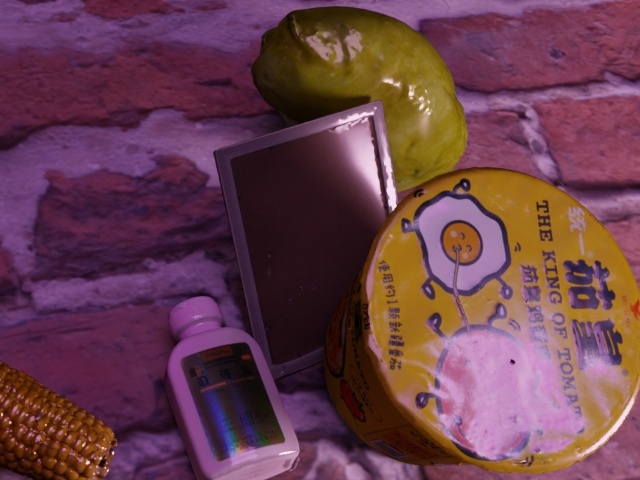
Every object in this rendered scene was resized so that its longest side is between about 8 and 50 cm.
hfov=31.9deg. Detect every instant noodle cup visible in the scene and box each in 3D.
[{"bbox_3d":[0.155,0.110,1.245,0.325,0.254,0.326,6,71,-17],"label":"instant noodle cup"}]

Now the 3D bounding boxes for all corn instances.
[{"bbox_3d":[-0.367,0.171,1.190,0.317,0.115,0.115,29,55,3],"label":"corn"}]

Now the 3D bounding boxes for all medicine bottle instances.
[{"bbox_3d":[-0.113,0.170,1.274,0.115,0.078,0.219,-13,62,-21],"label":"medicine bottle"}]

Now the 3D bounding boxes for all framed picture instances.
[{"bbox_3d":[0.000,0.000,1.338,0.231,0.293,0.018,-19,20,-26],"label":"framed picture"}]

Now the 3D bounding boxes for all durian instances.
[{"bbox_3d":[0.053,-0.183,1.455,0.255,0.340,0.204,0,74,13],"label":"durian"}]
